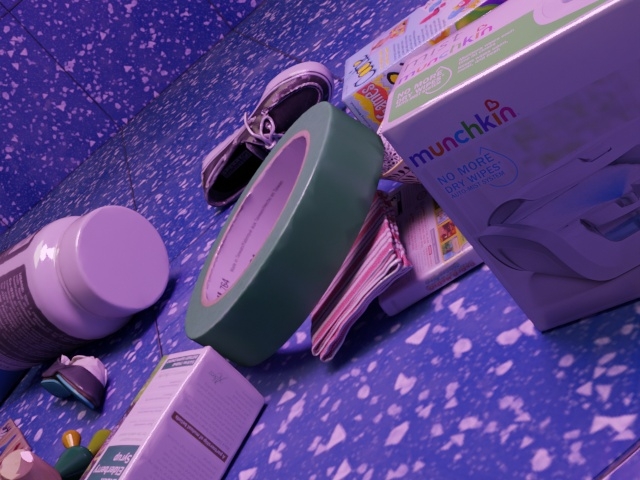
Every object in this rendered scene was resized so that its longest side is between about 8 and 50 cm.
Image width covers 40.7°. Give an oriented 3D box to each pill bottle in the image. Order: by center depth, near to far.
[{"bbox_3d":[-0.427,0.081,1.422,0.361,0.204,0.204,-23,29,38],"label":"pill bottle"}]

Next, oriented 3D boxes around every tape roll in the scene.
[{"bbox_3d":[-0.048,-0.009,1.022,0.321,0.077,0.321,-52,18,25],"label":"tape roll"}]

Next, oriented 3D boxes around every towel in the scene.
[{"bbox_3d":[0.039,0.034,0.944,0.144,0.029,0.197,-52,14,18],"label":"towel"}]

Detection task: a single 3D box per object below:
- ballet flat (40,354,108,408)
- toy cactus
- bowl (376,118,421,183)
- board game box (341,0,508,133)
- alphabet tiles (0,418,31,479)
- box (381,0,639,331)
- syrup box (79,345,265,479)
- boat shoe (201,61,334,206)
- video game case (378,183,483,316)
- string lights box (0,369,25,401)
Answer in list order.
[{"bbox_3d":[-0.357,0.200,1.274,0.074,0.074,0.203,-53,23,-24],"label":"ballet flat"},{"bbox_3d":[-0.283,0.270,0.893,0.112,0.180,0.219,17,52,26],"label":"toy cactus"},{"bbox_3d":[0.132,-0.122,0.964,0.170,0.080,0.170,-51,17,23],"label":"bowl"},{"bbox_3d":[0.180,-0.227,1.080,0.275,0.142,0.144,-32,25,22],"label":"board game box"},{"bbox_3d":[-0.576,0.422,1.298,0.342,0.011,0.285,-49,24,-16],"label":"alphabet tiles"},{"bbox_3d":[0.223,-0.087,0.647,0.262,0.231,0.126,-25,27,33],"label":"box"},{"bbox_3d":[-0.165,0.230,0.873,0.093,0.096,0.236,-18,32,48],"label":"syrup box"},{"bbox_3d":[-0.093,-0.173,1.467,0.306,0.113,0.105,-37,29,19],"label":"boat shoe"},{"bbox_3d":[0.149,-0.036,0.941,0.206,0.026,0.227,-34,23,19],"label":"video game case"},{"bbox_3d":[-0.607,0.240,1.589,0.133,0.076,0.259,-20,30,44],"label":"string lights box"}]
